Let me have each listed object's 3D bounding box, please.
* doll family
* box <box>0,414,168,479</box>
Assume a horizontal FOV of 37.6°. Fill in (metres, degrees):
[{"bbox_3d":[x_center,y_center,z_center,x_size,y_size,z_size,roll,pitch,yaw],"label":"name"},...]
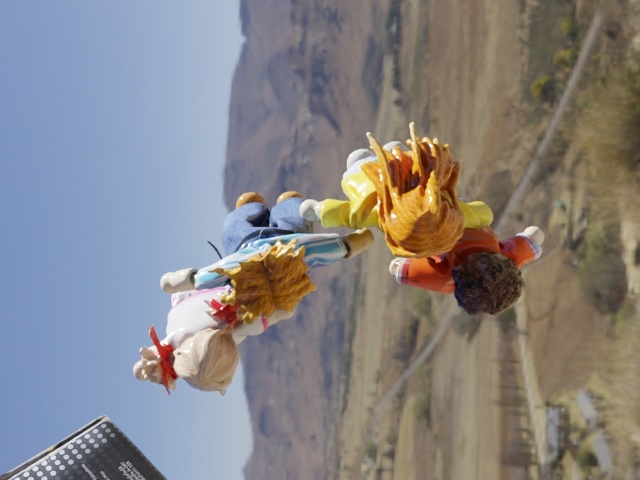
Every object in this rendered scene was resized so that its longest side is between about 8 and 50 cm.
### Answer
[{"bbox_3d":[0.000,0.000,0.558,0.163,0.263,0.118,-105,-2,-72],"label":"doll family"},{"bbox_3d":[-0.030,0.230,0.367,0.060,0.270,0.216,-31,-30,-38],"label":"box"}]
